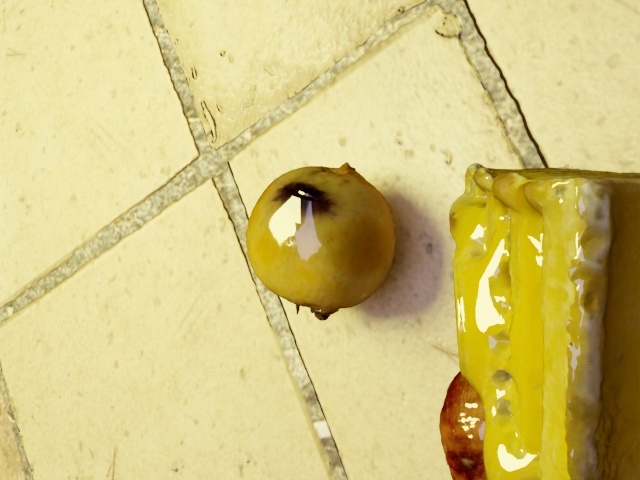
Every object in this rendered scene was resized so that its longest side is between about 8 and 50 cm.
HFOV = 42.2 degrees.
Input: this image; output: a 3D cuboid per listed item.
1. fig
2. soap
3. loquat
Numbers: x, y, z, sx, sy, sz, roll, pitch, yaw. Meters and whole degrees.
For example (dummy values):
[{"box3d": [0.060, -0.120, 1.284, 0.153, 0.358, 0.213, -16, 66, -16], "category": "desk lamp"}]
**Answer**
[{"box3d": [0.199, 0.161, 0.675, 0.201, 0.146, 0.133, -15, 38, 38], "category": "fig"}, {"box3d": [0.190, 0.112, 0.634, 0.169, 0.304, 0.338, 0, 96, -1], "category": "soap"}, {"box3d": [0.000, 0.000, 0.819, 0.163, 0.137, 0.163, 1, 93, 14], "category": "loquat"}]
